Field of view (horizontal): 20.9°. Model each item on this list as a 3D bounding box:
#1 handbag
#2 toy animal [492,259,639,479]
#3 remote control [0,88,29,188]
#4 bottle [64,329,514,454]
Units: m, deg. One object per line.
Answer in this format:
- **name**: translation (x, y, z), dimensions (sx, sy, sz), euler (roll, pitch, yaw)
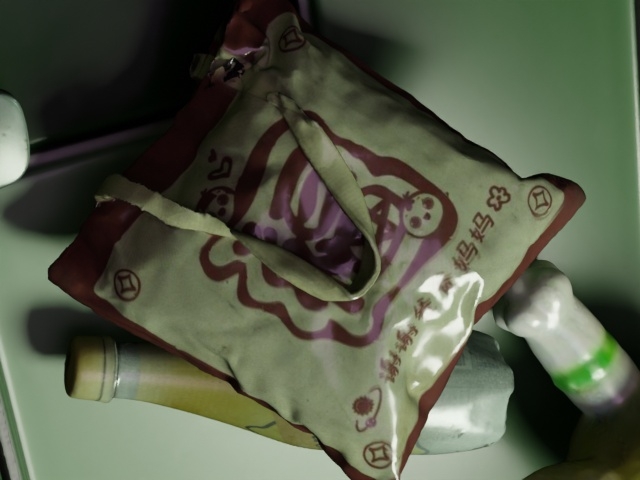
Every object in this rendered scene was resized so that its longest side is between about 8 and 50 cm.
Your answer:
- **handbag**: translation (0.000, 0.000, 0.966), dimensions (0.235, 0.127, 0.213), euler (34, 92, -1)
- **toy animal**: translation (0.253, 0.166, 1.128), dimensions (0.363, 0.180, 0.181), euler (47, 47, -37)
- **remote control**: translation (-0.262, -0.038, 0.900), dimensions (0.222, 0.042, 0.072), euler (-12, 115, -17)
- **bottle**: translation (-0.019, 0.085, 1.038), dimensions (0.270, 0.083, 0.083), euler (4, 111, -18)
